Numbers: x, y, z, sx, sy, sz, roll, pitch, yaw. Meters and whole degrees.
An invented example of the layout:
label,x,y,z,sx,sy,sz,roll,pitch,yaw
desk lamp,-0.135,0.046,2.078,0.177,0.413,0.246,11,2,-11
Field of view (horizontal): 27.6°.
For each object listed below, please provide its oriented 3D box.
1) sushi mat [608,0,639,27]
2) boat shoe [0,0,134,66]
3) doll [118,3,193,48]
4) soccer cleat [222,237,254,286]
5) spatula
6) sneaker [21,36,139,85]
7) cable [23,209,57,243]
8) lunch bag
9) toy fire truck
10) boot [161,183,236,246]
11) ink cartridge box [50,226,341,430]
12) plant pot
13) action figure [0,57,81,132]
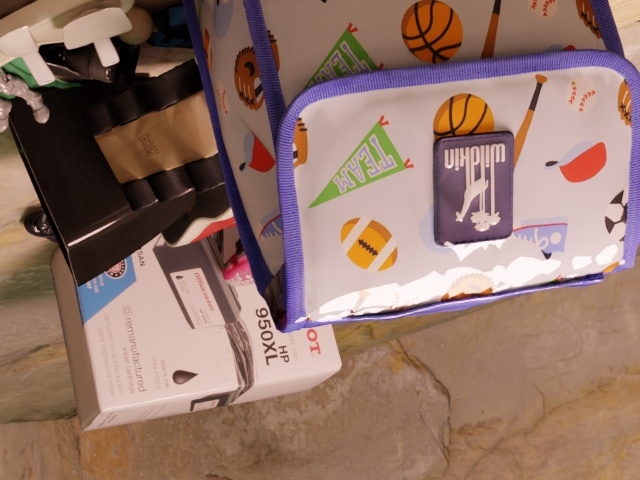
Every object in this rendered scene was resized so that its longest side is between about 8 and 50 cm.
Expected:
label,x,y,z,sx,sy,sz,roll,pitch,yaw
sushi mat,0.369,-0.283,1.481,0.317,0.019,0.151,-20,165,9
boat shoe,-0.306,-0.189,1.100,0.305,0.091,0.109,-19,177,15
doll,-0.114,-0.212,1.303,0.189,0.046,0.129,1,169,-28
soccer cleat,0.000,0.000,1.925,0.331,0.143,0.116,-35,-162,27
spatula,-0.239,-0.151,1.104,0.168,0.019,0.242,-20,178,-5
sneaker,-0.237,-0.185,1.289,0.089,0.051,0.170,12,-171,2
cable,-0.325,-0.027,1.863,0.185,0.047,0.150,-7,166,-26
lunch bag,0.078,-0.129,1.101,0.328,0.385,0.239,-8,166,-16
toy fire truck,-0.081,-0.128,1.339,0.246,0.158,0.217,-34,-167,-32
boot,-0.104,-0.071,1.842,0.176,0.088,0.244,-14,169,-35
ink cartridge box,-0.197,0.116,2.058,0.395,0.285,0.166,-8,165,-24
plant pot,-0.239,-0.080,1.470,0.167,0.188,0.187,-22,168,-11
action figure,-0.344,-0.165,1.261,0.137,0.063,0.232,-13,164,13
